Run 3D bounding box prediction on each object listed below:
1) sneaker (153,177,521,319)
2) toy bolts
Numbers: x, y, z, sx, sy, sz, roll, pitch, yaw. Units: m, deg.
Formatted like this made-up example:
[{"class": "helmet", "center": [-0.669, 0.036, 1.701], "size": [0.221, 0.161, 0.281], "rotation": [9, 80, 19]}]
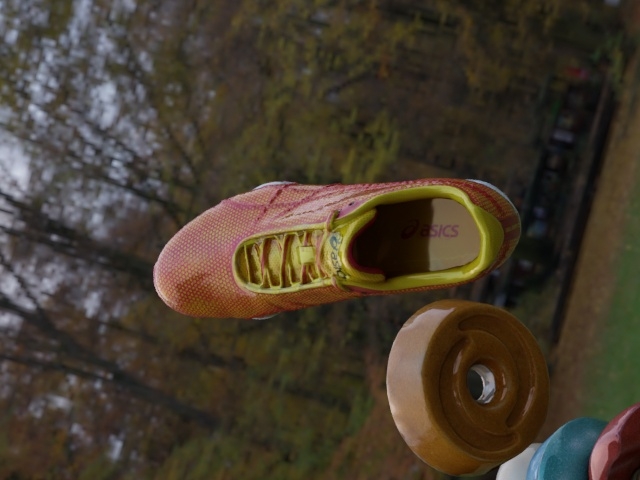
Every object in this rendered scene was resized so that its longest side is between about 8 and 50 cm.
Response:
[{"class": "sneaker", "center": [0.000, 0.000, 0.605], "size": [0.067, 0.175, 0.064], "rotation": [-12, -90, -70]}, {"class": "toy bolts", "center": [0.107, 0.145, 0.834], "size": [0.158, 0.228, 0.218], "rotation": [-21, 79, 58]}]
